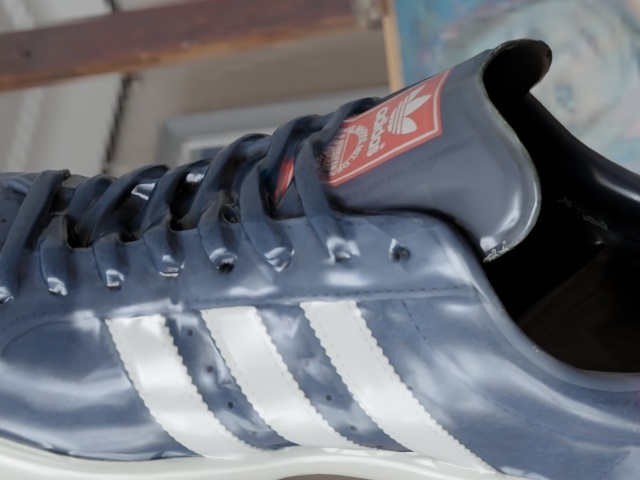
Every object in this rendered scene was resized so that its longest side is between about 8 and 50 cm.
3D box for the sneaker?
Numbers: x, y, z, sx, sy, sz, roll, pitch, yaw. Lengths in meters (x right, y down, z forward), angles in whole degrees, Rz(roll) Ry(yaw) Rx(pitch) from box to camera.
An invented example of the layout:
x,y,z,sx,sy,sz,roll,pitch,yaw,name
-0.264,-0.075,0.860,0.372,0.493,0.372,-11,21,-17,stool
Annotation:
x,y,z,sx,sy,sz,roll,pitch,yaw,name
0.000,0.000,0.603,0.131,0.350,0.148,-81,-3,-47,sneaker
